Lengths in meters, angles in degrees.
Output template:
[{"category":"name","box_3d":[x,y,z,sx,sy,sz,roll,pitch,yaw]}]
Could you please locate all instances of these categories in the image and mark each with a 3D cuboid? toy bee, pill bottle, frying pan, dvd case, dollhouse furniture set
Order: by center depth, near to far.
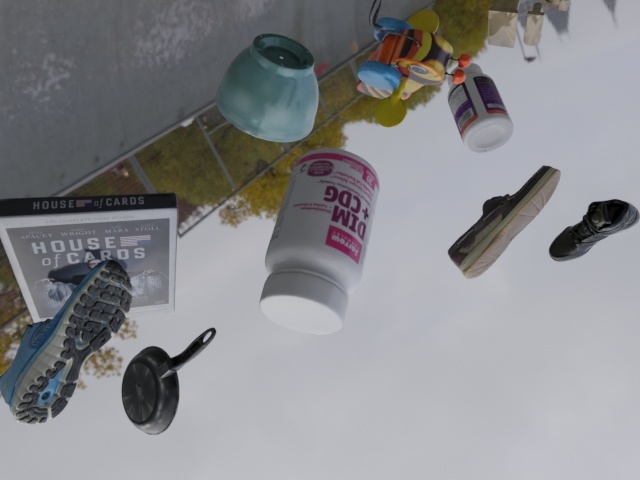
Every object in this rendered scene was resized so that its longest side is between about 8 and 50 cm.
[{"category":"dvd case","box_3d":[-0.265,0.030,0.662,0.179,0.238,0.029,-5,-123,-19]},{"category":"toy bee","box_3d":[0.142,-0.271,0.871,0.162,0.195,0.298,21,-162,1]},{"category":"pill bottle","box_3d":[0.000,0.000,0.916,0.160,0.160,0.283,-11,-129,35]},{"category":"dollhouse furniture set","box_3d":[0.442,-0.498,1.150,0.144,0.123,0.151,16,-99,19]},{"category":"frying pan","box_3d":[-0.338,0.318,1.199,0.326,0.197,0.053,-22,161,36]},{"category":"pill bottle","box_3d":[0.341,-0.296,1.209,0.108,0.108,0.193,-20,-125,17]}]

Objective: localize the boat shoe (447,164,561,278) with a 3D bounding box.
[{"category":"boat shoe","box_3d":[0.375,-0.049,1.149,0.092,0.103,0.285,47,-72,31]}]

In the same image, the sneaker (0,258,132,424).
[{"category":"sneaker","box_3d":[-0.245,0.083,0.516,0.073,0.063,0.162,21,-111,29]}]

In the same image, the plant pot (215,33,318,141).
[{"category":"plant pot","box_3d":[-0.128,-0.444,1.534,0.293,0.293,0.196,-50,169,-46]}]

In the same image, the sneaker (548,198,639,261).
[{"category":"sneaker","box_3d":[0.657,-0.030,1.361,0.227,0.130,0.087,-34,-124,30]}]
